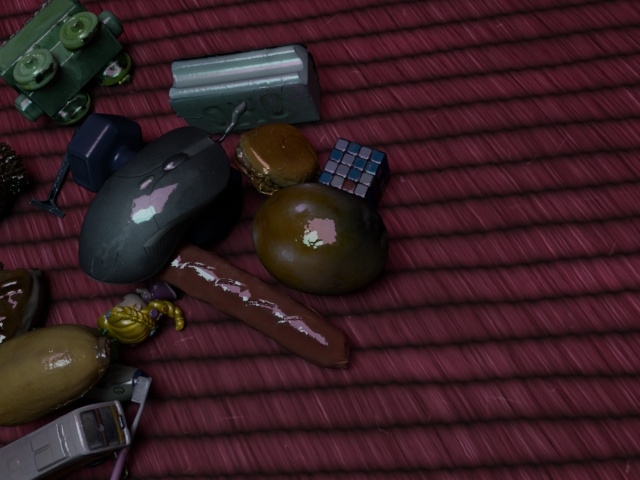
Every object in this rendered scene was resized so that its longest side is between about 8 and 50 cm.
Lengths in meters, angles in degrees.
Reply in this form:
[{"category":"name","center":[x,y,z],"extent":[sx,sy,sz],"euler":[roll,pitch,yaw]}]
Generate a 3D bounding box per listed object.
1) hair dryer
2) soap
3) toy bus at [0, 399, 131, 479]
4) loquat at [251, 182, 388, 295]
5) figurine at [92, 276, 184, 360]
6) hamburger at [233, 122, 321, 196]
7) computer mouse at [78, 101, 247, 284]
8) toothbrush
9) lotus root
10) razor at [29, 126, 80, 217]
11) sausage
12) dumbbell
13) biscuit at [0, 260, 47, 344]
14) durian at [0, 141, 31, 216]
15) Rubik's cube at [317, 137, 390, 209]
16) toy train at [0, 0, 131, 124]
[{"category":"hair dryer","center":[-0.374,0.302,1.133],"extent":[0.167,0.067,0.199],"euler":[6,85,23]},{"category":"soap","center":[-0.136,-0.272,1.246],"extent":[0.261,0.150,0.094],"euler":[-6,64,10]},{"category":"toy bus","center":[-0.430,0.337,1.067],"extent":[0.268,0.106,0.092],"euler":[-28,72,19]},{"category":"loquat","center":[0.000,0.000,1.102],"extent":[0.227,0.179,0.179],"euler":[19,74,22]},{"category":"figurine","center":[-0.309,0.142,1.153],"extent":[0.115,0.095,0.156],"euler":[43,63,4]},{"category":"hamburger","center":[-0.073,-0.141,1.193],"extent":[0.147,0.083,0.138],"euler":[-24,71,-44]},{"category":"computer mouse","center":[-0.253,-0.089,1.079],"extent":[0.167,0.090,0.379],"euler":[41,88,19]},{"category":"toothbrush","center":[-0.320,0.355,1.075],"extent":[0.025,0.020,0.287],"euler":[17,84,-9]},{"category":"lotus root","center":[-0.457,0.212,1.081],"extent":[0.303,0.146,0.131],"euler":[-24,101,22]},{"category":"razor","center":[-0.509,-0.140,1.335],"extent":[0.066,0.033,0.190],"euler":[25,66,-27]},{"category":"sausage","center":[-0.137,0.089,1.117],"extent":[0.433,0.088,0.088],"euler":[27,76,9]},{"category":"dumbbell","center":[-0.295,-0.113,1.220],"extent":[0.316,0.156,0.144],"euler":[25,106,20]},{"category":"biscuit","center":[-0.677,0.150,1.210],"extent":[0.366,0.115,0.268],"euler":[6,70,15]},{"category":"durian","center":[-0.645,-0.106,1.281],"extent":[0.196,0.196,0.167],"euler":[-21,76,3]},{"category":"Rubik's cube","center":[0.060,-0.108,1.172],"extent":[0.092,0.092,0.092],"euler":[22,75,18]},{"category":"toy train","center":[-0.519,-0.363,1.362],"extent":[0.188,0.159,0.272],"euler":[36,79,31]}]
